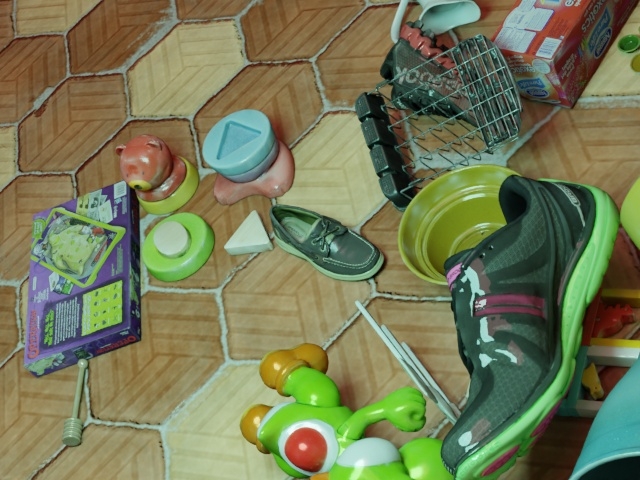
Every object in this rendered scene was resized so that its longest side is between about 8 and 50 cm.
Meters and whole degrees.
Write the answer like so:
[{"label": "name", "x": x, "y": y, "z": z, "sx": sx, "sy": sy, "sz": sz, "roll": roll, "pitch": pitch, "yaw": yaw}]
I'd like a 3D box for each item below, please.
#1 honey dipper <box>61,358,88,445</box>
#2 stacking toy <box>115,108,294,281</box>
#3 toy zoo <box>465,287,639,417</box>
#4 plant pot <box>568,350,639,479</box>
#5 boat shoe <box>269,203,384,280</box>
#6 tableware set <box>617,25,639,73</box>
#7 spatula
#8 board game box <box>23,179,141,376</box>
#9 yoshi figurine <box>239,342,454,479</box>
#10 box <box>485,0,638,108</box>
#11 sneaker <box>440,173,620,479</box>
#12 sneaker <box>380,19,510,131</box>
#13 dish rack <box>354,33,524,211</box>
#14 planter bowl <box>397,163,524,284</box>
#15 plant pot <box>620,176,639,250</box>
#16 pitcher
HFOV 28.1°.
[{"label": "honey dipper", "x": -0.397, "y": 0.260, "z": 2.081, "sx": 0.030, "sy": 0.030, "sz": 0.160, "roll": -17, "pitch": 45, "yaw": 17}, {"label": "stacking toy", "x": -0.211, "y": -0.092, "z": 2.184, "sx": 0.309, "sy": 0.130, "sz": 0.279, "roll": -16, "pitch": 49, "yaw": 18}, {"label": "toy zoo", "x": 0.360, "y": 0.151, "z": 1.747, "sx": 0.293, "sy": 0.030, "sz": 0.192, "roll": 1, "pitch": 56, "yaw": 29}, {"label": "plant pot", "x": 0.439, "y": 0.241, "z": 1.490, "sx": 0.272, "sy": 0.271, "sz": 0.255, "roll": -2, "pitch": 40, "yaw": 27}, {"label": "boat shoe", "x": 0.000, "y": -0.001, "z": 2.035, "sx": 0.224, "sy": 0.073, "sz": 0.080, "roll": 23, "pitch": 69, "yaw": 40}, {"label": "tableware set", "x": 0.538, "y": -0.293, "z": 2.005, "sx": 0.104, "sy": 0.024, "sz": 0.154, "roll": -32, "pitch": 47, "yaw": 4}, {"label": "spatula", "x": 0.133, "y": 0.184, "z": 1.759, "sx": 0.019, "sy": 0.168, "sz": 0.242, "roll": -45, "pitch": 38, "yaw": 5}, {"label": "board game box", "x": -0.414, "y": 0.059, "z": 2.236, "sx": 0.208, "sy": 0.056, "sz": 0.346, "roll": -17, "pitch": 48, "yaw": 11}, {"label": "yoshi figurine", "x": 0.061, "y": 0.282, "z": 1.696, "sx": 0.203, "sy": 0.203, "sz": 0.362, "roll": -39, "pitch": 39, "yaw": -14}, {"label": "box", "x": 0.394, "y": -0.353, "z": 2.062, "sx": 0.128, "sy": 0.122, "sz": 0.257, "roll": 18, "pitch": 65, "yaw": 37}, {"label": "sneaker", "x": 0.238, "y": 0.111, "z": 1.668, "sx": 0.202, "sy": 0.185, "sz": 0.482, "roll": 22, "pitch": 55, "yaw": 5}, {"label": "sneaker", "x": 0.196, "y": -0.245, "z": 2.108, "sx": 0.135, "sy": 0.098, "sz": 0.276, "roll": -47, "pitch": 54, "yaw": 6}, {"label": "dish rack", "x": 0.189, "y": -0.190, "z": 2.003, "sx": 0.272, "sy": 0.074, "sz": 0.208, "roll": -26, "pitch": 69, "yaw": 24}, {"label": "planter bowl", "x": 0.231, "y": -0.002, "z": 1.897, "sx": 0.217, "sy": 0.090, "sz": 0.217, "roll": -14, "pitch": 50, "yaw": 18}, {"label": "plant pot", "x": 0.554, "y": -0.004, "z": 1.633, "sx": 0.254, "sy": 0.254, "sz": 0.239, "roll": -32, "pitch": 62, "yaw": 3}, {"label": "pitcher", "x": 0.188, "y": -0.456, "z": 2.272, "sx": 0.178, "sy": 0.125, "sz": 0.207, "roll": -26, "pitch": 56, "yaw": 30}]
